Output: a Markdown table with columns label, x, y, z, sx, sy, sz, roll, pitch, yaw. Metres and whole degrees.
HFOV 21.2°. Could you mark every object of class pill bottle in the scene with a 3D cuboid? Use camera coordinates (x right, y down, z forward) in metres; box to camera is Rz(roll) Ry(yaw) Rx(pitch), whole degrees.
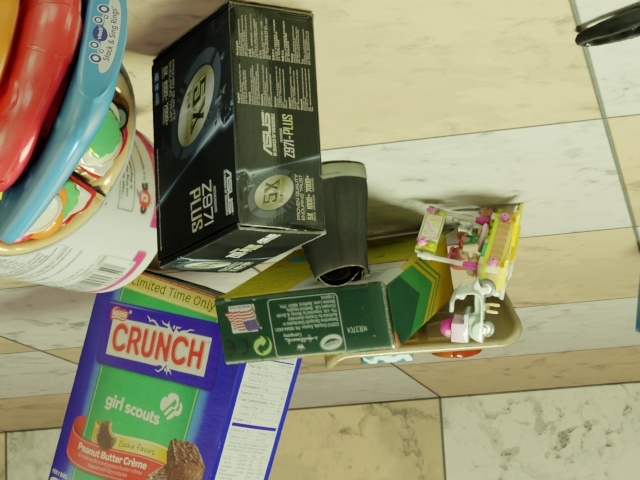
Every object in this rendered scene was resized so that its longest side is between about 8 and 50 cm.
| label | x | y | z | sx | sy | sz | roll | pitch | yaw |
| --- | --- | --- | --- | --- | --- | --- | --- | --- | --- |
| pill bottle | -0.274 | -0.051 | 1.465 | 0.160 | 0.160 | 0.283 | -11 | 165 | 33 |

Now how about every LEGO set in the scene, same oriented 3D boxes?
| label | x | y | z | sx | sy | sz | roll | pitch | yaw |
| --- | --- | --- | --- | --- | --- | --- | --- | --- | --- |
| LEGO set | 0.170 | 0.010 | 1.977 | 0.107 | 0.132 | 0.287 | 12 | -162 | 8 |

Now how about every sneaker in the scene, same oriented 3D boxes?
| label | x | y | z | sx | sy | sz | roll | pitch | yaw |
| --- | --- | --- | --- | --- | --- | --- | --- | --- | --- |
| sneaker | 0.000 | 0.000 | 1.844 | 0.083 | 0.118 | 0.222 | -1 | 167 | -10 |

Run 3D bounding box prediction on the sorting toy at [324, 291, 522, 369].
| label | x | y | z | sx | sy | sz | roll | pitch | yaw |
| --- | --- | --- | --- | --- | --- | --- | --- | --- | --- |
| sorting toy | 0.114 | 0.094 | 2.078 | 0.229 | 0.041 | 0.307 | -8 | -166 | 0 |

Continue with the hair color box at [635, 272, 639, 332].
| label | x | y | z | sx | sy | sz | roll | pitch | yaw |
| --- | --- | --- | --- | --- | --- | --- | --- | --- | --- |
| hair color box | 0.587 | 0.088 | 2.131 | 0.174 | 0.105 | 0.347 | -1 | -172 | -45 |

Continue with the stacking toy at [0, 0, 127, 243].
| label | x | y | z | sx | sy | sz | roll | pitch | yaw |
| --- | --- | --- | --- | --- | --- | --- | --- | --- | --- |
| stacking toy | -0.295 | -0.140 | 1.154 | 0.301 | 0.175 | 0.166 | 20 | 138 | -20 |

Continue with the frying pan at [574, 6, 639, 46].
| label | x | y | z | sx | sy | sz | roll | pitch | yaw |
| --- | --- | --- | --- | --- | --- | --- | --- | --- | --- |
| frying pan | 0.317 | -0.190 | 1.250 | 0.326 | 0.053 | 0.197 | -12 | 164 | 24 |

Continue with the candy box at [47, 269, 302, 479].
| label | x | y | z | sx | sy | sz | roll | pitch | yaw |
| --- | --- | --- | --- | --- | --- | --- | --- | --- | --- |
| candy box | -0.183 | 0.213 | 2.139 | 0.268 | 0.317 | 0.122 | 15 | 179 | 38 |

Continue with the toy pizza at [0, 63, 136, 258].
| label | x | y | z | sx | sy | sz | roll | pitch | yaw |
| --- | --- | --- | --- | --- | --- | --- | --- | --- | --- |
| toy pizza | -0.227 | -0.073 | 1.341 | 0.201 | 0.201 | 0.032 | 9 | -162 | -44 |

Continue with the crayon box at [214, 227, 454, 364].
| label | x | y | z | sx | sy | sz | roll | pitch | yaw |
| --- | --- | --- | --- | --- | --- | --- | --- | --- | --- |
| crayon box | 0.032 | 0.060 | 1.972 | 0.202 | 0.081 | 0.318 | -7 | -171 | 21 |

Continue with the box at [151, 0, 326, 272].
| label | x | y | z | sx | sy | sz | roll | pitch | yaw |
| --- | --- | --- | --- | --- | --- | --- | --- | --- | --- |
| box | -0.068 | -0.076 | 1.347 | 0.077 | 0.180 | 0.147 | 4 | 166 | -30 |
